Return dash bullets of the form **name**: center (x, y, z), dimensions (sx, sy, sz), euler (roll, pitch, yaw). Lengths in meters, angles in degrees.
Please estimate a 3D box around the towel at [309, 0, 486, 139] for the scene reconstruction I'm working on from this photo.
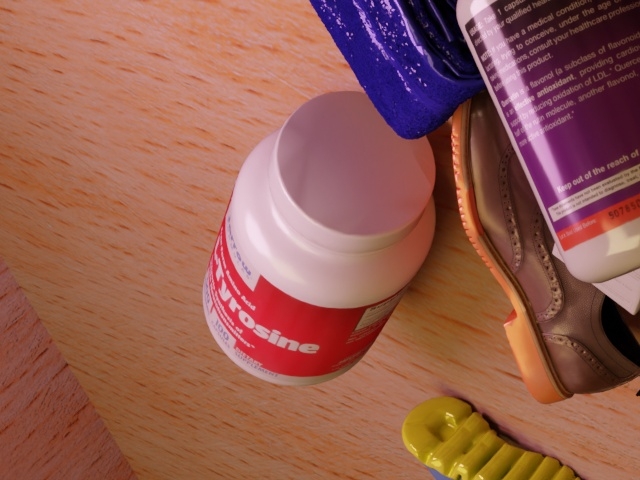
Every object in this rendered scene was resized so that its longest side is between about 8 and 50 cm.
- **towel**: center (0.060, -0.212, 1.610), dimensions (0.227, 0.076, 0.308), euler (64, 172, 3)

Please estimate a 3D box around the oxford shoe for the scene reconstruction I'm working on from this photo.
- **oxford shoe**: center (0.234, -0.007, 1.756), dimensions (0.133, 0.130, 0.363), euler (-12, 114, 26)

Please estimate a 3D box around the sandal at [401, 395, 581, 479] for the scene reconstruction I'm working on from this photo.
- **sandal**: center (0.242, 0.328, 2.209), dimensions (0.317, 0.126, 0.138), euler (41, 160, 35)

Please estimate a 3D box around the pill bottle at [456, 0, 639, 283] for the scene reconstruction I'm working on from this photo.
- **pill bottle**: center (0.227, -0.139, 1.395), dimensions (0.323, 0.181, 0.181), euler (67, 156, 5)

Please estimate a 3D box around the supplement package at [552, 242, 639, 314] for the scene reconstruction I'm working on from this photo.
- **supplement package**: center (0.295, -0.036, 1.583), dimensions (0.105, 0.105, 0.179), euler (40, 155, 20)

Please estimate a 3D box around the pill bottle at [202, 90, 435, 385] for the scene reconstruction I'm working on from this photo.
- **pill bottle**: center (0.000, 0.000, 1.974), dimensions (0.229, 0.229, 0.407), euler (44, 155, 9)

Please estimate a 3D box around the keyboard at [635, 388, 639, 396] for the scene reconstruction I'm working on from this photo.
- **keyboard**: center (0.395, 0.137, 1.781), dimensions (0.100, 0.038, 0.192), euler (27, 157, -10)
